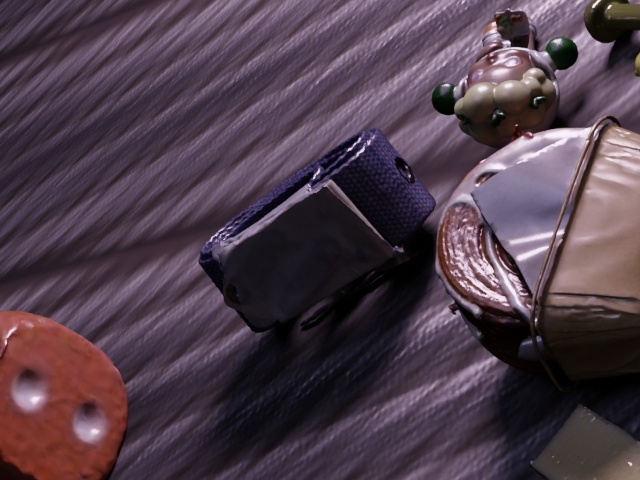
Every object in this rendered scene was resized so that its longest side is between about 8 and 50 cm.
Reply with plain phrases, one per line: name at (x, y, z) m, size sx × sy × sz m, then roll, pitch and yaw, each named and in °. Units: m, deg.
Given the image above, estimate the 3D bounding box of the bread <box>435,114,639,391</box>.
bread at (0.202, 0.012, 1.370) m, size 0.212 × 0.142 × 0.224 m, roll 3°, pitch 58°, yaw 34°

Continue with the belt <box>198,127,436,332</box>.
belt at (0.000, 0.000, 1.623) m, size 0.230 × 0.126 × 0.139 m, roll -33°, pitch 13°, yaw 26°

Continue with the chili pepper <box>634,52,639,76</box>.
chili pepper at (0.327, -0.126, 1.435) m, size 0.049 × 0.043 × 0.208 m, roll -35°, pitch 34°, yaw -1°

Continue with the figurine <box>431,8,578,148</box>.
figurine at (0.174, -0.157, 1.597) m, size 0.147 × 0.093 × 0.197 m, roll -21°, pitch 41°, yaw 19°

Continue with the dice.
dice at (-0.321, 0.183, 1.768) m, size 0.174 × 0.179 × 0.175 m, roll -14°, pitch 45°, yaw 42°

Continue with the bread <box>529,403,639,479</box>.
bread at (0.221, 0.178, 1.269) m, size 0.068 × 0.028 × 0.154 m, roll -52°, pitch 32°, yaw -4°

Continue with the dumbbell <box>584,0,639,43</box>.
dumbbell at (0.292, -0.203, 1.536) m, size 0.052 × 0.046 × 0.118 m, roll -43°, pitch 26°, yaw -18°
